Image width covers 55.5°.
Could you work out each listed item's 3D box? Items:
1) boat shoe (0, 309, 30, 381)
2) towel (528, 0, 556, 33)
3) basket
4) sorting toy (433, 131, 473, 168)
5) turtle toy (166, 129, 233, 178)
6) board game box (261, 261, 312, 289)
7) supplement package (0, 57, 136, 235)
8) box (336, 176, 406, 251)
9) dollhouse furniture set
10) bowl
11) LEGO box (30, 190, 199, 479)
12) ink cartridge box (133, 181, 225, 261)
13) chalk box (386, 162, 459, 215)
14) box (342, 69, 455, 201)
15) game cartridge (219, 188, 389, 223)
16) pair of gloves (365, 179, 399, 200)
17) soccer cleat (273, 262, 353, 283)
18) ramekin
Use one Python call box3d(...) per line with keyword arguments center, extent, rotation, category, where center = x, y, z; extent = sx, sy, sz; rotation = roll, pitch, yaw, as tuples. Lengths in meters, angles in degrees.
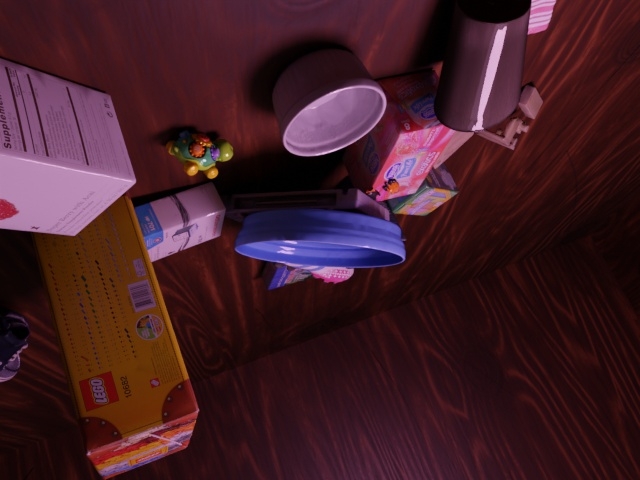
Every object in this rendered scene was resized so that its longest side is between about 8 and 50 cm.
box3d(center=(-0.817, 0.278, 1.582), extent=(0.158, 0.127, 0.340), rotation=(-12, 158, -7), category="boat shoe")
box3d(center=(0.397, -0.453, 1.179), extent=(0.144, 0.029, 0.197), rotation=(-24, 160, 0), category="towel")
box3d(center=(0.307, -0.349, 1.132), extent=(0.204, 0.154, 0.227), rotation=(-43, 152, -22), category="basket")
box3d(center=(0.304, -0.269, 1.476), extent=(0.274, 0.046, 0.132), rotation=(-42, 144, 1), category="sorting toy")
box3d(center=(-0.225, -0.170, 1.160), extent=(0.130, 0.095, 0.066), rotation=(3, 127, -51), category="turtle toy")
box3d(center=(-0.005, 0.031, 1.923), extent=(0.318, 0.066, 0.319), rotation=(-15, 158, -22), category="board game box")
box3d(center=(-0.451, -0.132, 0.864), extent=(0.177, 0.175, 0.293), rotation=(-33, 158, 28), category="supplement package")
box3d(center=(0.109, -0.050, 1.636), extent=(0.108, 0.207, 0.153), rotation=(-4, 154, -42), category="box")
box3d(center=(0.471, -0.332, 1.573), extent=(0.144, 0.123, 0.151), rotation=(15, 103, -60), category="dollhouse furniture set")
box3d(center=(0.000, 0.000, 1.406), extent=(0.391, 0.077, 0.391), rotation=(3, 170, 1), category="bowl")
box3d(center=(-0.420, 0.180, 1.223), extent=(0.193, 0.500, 0.372), rotation=(-15, 158, -22), category="LEGO box")
box3d(center=(-0.318, -0.039, 1.355), extent=(0.190, 0.082, 0.140), rotation=(-21, 161, -23), category="ink cartridge box")
box3d(center=(0.242, -0.155, 1.623), extent=(0.213, 0.132, 0.132), rotation=(2, 148, -48), category="chalk box")
box3d(center=(0.169, -0.220, 1.359), extent=(0.154, 0.142, 0.300), rotation=(-14, 159, -19), category="box")
box3d(center=(-0.036, -0.063, 1.442), extent=(0.355, 0.068, 0.230), rotation=(-1, 165, 25), category="game cartridge")
box3d(center=(0.141, -0.111, 1.383), extent=(0.083, 0.010, 0.074), rotation=(-22, 160, 5), category="pair of gloves")
box3d(center=(0.004, 0.032, 1.703), extent=(0.331, 0.116, 0.143), rotation=(15, 123, -46), category="soccer cleat")
box3d(center=(0.009, -0.261, 1.133), extent=(0.207, 0.109, 0.207), rotation=(-20, 161, -7), category="ramekin")
